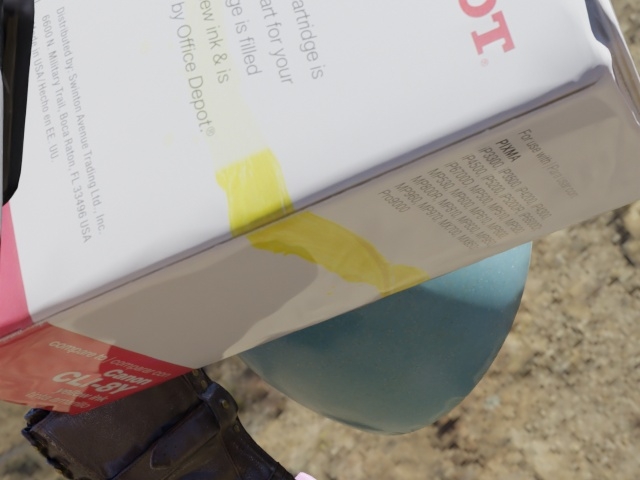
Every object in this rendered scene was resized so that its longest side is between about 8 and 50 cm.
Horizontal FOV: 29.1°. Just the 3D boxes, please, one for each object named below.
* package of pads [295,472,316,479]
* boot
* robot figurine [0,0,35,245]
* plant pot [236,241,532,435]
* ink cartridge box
[{"bbox_3d":[0.009,0.263,1.202,0.083,0.050,0.032,26,76,48],"label":"package of pads"},{"bbox_3d":[-0.107,0.188,0.822,0.263,0.229,0.091,-47,4,23],"label":"boot"},{"bbox_3d":[-0.197,-0.039,0.437,0.173,0.209,0.278,-129,42,-56],"label":"robot figurine"},{"bbox_3d":[0.000,0.000,1.008,0.290,0.195,0.290,-28,54,46],"label":"plant pot"},{"bbox_3d":[-0.041,-0.100,0.670,0.385,0.160,0.279,-22,66,19],"label":"ink cartridge box"}]
